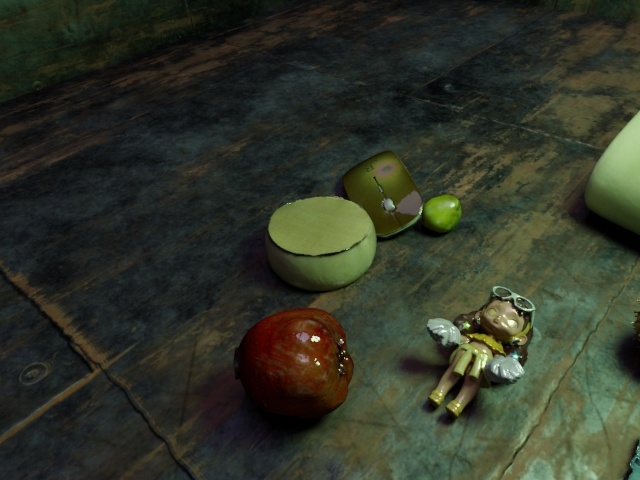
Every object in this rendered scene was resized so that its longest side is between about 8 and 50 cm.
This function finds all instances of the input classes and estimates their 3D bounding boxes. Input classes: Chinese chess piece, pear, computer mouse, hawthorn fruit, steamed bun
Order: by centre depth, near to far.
[{"bbox_3d":[-0.052,0.207,0.878,0.202,0.185,0.185,-13,37,13],"label":"hawthorn fruit"},{"bbox_3d":[0.859,-0.167,1.161,0.455,0.290,0.371,-27,45,-25],"label":"steamed bun"},{"bbox_3d":[0.000,0.000,1.181,0.249,0.103,0.250,-3,38,2],"label":"Chinese chess piece"},{"bbox_3d":[0.285,-0.062,1.242,0.092,0.097,0.092,17,49,-21],"label":"pear"},{"bbox_3d":[0.148,-0.129,1.327,0.158,0.072,0.310,-28,39,8],"label":"computer mouse"}]

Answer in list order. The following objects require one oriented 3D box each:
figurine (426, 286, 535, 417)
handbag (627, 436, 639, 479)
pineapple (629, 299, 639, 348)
[{"bbox_3d":[0.275,0.188,0.911,0.174,0.116,0.240,28,54,36],"label":"figurine"},{"bbox_3d":[0.492,0.363,0.725,0.144,0.057,0.221,20,44,33],"label":"handbag"},{"bbox_3d":[0.601,0.180,0.890,0.175,0.137,0.161,26,7,15],"label":"pineapple"}]
